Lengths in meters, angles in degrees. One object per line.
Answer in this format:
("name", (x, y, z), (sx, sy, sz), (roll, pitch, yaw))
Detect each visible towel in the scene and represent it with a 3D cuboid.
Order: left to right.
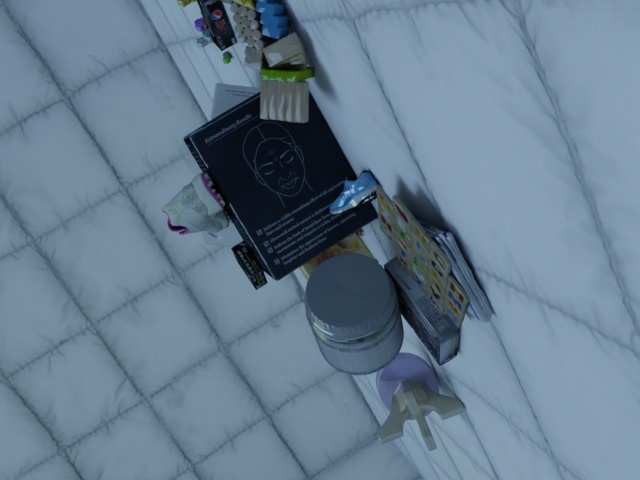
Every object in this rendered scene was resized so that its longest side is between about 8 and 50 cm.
("towel", (0.232, 0.041, 1.483), (0.209, 0.034, 0.285), (59, 173, -19))

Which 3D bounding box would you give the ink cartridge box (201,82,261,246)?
("ink cartridge box", (-0.231, -0.199, 2.099), (0.285, 0.166, 0.394), (98, 178, -76))

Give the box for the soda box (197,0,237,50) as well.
("soda box", (-0.286, -0.605, 2.028), (0.060, 0.053, 0.169), (52, 169, 36))

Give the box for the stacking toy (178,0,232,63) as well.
("stacking toy", (-0.352, -0.644, 2.265), (0.221, 0.052, 0.167), (48, 167, 44))

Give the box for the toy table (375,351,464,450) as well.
("toy table", (0.266, 0.469, 2.130), (0.274, 0.252, 0.160), (50, -167, -35))

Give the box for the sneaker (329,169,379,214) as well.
("sneaker", (0.074, -0.108, 1.661), (0.162, 0.063, 0.073), (-31, 75, 48))

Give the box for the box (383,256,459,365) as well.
("box", (0.241, 0.166, 1.771), (0.231, 0.056, 0.183), (53, 169, 30))

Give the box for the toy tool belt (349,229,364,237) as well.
("toy tool belt", (0.079, -0.036, 1.977), (0.052, 0.051, 0.083), (49, 167, 46))

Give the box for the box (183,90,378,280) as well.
("box", (-0.101, -0.152, 1.790), (0.395, 0.294, 0.212), (61, 170, -12))

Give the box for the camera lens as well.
("camera lens", (0.084, 0.184, 1.789), (0.219, 0.219, 0.274), (52, 169, 32))

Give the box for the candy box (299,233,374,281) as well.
("candy box", (0.000, 0.000, 2.098), (0.316, 0.183, 0.087), (56, 170, 11))

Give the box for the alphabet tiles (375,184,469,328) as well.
("alphabet tiles", (0.202, 0.039, 1.501), (0.285, 0.011, 0.342), (54, 173, 20))

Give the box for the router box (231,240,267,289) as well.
("router box", (-0.176, 0.063, 1.851), (0.092, 0.038, 0.122), (55, 171, 17))

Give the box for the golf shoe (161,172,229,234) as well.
("golf shoe", (-0.295, -0.067, 1.744), (0.115, 0.140, 0.306), (55, 172, 10))

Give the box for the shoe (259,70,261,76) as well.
("shoe", (-0.134, -0.364, 1.930), (0.063, 0.081, 0.178), (44, 163, 56))

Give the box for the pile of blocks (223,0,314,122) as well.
("pile of blocks", (-0.091, -0.419, 1.540), (0.113, 0.149, 0.362), (-37, -71, -57))
